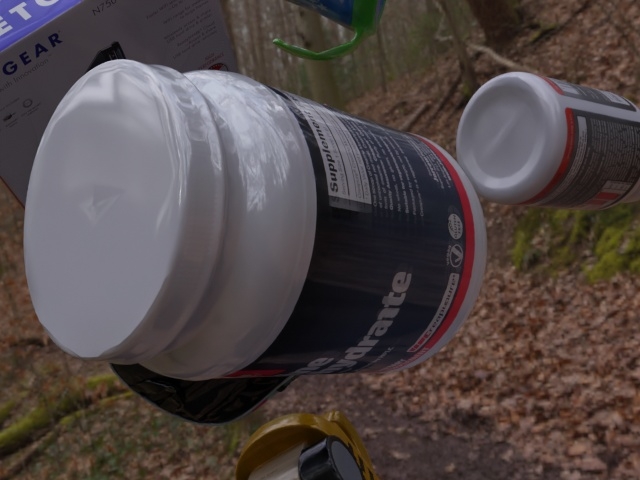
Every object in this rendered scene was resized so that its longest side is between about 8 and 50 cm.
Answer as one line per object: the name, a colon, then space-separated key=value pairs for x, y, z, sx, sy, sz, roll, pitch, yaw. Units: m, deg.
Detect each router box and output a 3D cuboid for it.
router box: x=-0.267 y=-0.190 z=0.934 sx=0.335 sy=0.082 sz=0.301 roll=-40 pitch=-27 yaw=-16

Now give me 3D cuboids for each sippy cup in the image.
sippy cup: x=0.001 y=-0.452 z=1.164 sx=0.224 sy=0.305 sz=0.240 roll=13 pitch=-30 yaw=5

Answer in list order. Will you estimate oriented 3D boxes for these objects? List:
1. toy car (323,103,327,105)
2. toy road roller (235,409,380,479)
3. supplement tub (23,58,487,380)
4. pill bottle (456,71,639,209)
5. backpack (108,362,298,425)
toy car: x=0.003 y=-0.176 z=1.174 sx=0.060 sy=0.040 sz=0.122 roll=19 pitch=29 yaw=-19
toy road roller: x=0.020 y=0.386 z=1.057 sx=0.202 sy=0.329 sz=0.240 roll=-34 pitch=10 yaw=13
supplement tub: x=-0.032 y=-0.004 z=0.515 sx=0.191 sy=0.191 sz=0.272 roll=-7 pitch=-10 yaw=43
pill bottle: x=0.423 y=-0.156 z=1.293 sx=0.363 sy=0.210 sz=0.210 roll=2 pitch=-4 yaw=-37
backpack: x=-0.122 y=0.089 z=0.912 sx=0.253 sy=0.225 sz=0.191 roll=-46 pitch=20 yaw=17
